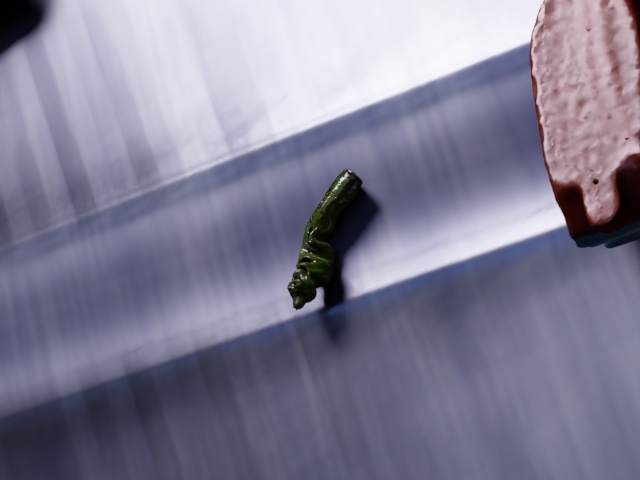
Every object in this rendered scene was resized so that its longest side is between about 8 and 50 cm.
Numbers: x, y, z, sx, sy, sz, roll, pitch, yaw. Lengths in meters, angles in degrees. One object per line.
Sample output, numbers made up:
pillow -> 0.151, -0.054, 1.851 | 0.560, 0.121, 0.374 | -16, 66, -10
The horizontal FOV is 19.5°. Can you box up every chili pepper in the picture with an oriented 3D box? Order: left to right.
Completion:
chili pepper -> 0.000, 0.000, 1.003 | 0.027, 0.022, 0.083 | 14, 77, 37

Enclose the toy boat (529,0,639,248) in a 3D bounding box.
toy boat -> 0.142, -0.071, 0.915 | 0.069, 0.059, 0.173 | -20, 56, 25

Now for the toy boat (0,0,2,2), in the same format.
toy boat -> -0.278, -0.154, 1.222 | 0.210, 0.052, 0.104 | -33, 61, 18
